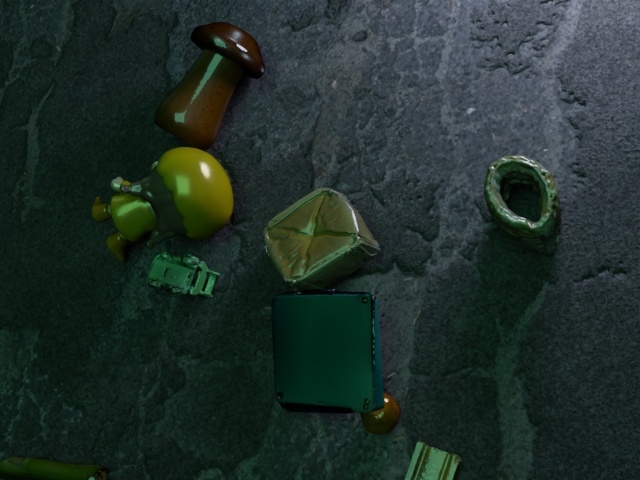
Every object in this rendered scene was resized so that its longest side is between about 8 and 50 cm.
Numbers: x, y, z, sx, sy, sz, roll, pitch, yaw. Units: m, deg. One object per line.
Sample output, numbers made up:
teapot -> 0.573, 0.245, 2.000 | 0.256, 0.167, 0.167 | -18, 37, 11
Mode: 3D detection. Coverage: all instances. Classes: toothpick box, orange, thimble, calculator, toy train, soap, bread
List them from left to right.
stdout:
toy train -> -0.316, 0.080, 1.898 | 0.149, 0.081, 0.099 | 10, 77, 28
toothpick box -> -0.261, -0.368, 1.965 | 0.192, 0.192, 0.294 | 31, 92, 25
bread -> -0.001, 0.002, 1.791 | 0.210, 0.110, 0.192 | -35, 59, 6
calculator -> 0.015, 0.221, 1.682 | 0.274, 0.058, 0.248 | -7, 84, 38
orange -> 0.119, 0.345, 1.659 | 0.083, 0.070, 0.083 | -15, 54, 21
soap -> 0.188, 0.519, 1.597 | 0.092, 0.037, 0.252 | 18, 79, 22
thimble -> 0.406, -0.067, 1.649 | 0.137, 0.143, 0.190 | -24, 67, 10

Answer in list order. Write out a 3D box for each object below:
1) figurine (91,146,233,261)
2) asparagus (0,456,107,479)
figurine -> -0.360, -0.078, 1.911 | 0.344, 0.215, 0.187 | -23, 22, 23
asparagus -> -0.602, 0.523, 1.865 | 0.278, 0.060, 0.067 | 4, 94, 21
